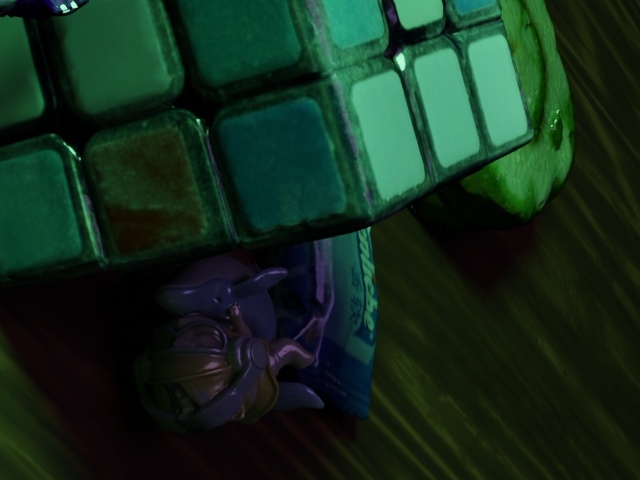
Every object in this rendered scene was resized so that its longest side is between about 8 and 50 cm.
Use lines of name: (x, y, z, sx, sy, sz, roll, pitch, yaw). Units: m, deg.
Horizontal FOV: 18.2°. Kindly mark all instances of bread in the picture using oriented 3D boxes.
bread: (0.163, -0.199, 2.250, 0.382, 0.129, 0.366, 47, 41, -40)

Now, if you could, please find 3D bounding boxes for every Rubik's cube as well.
Rubik's cube: (-0.076, -0.172, 1.593, 0.362, 0.359, 0.363, -19, 94, -63)

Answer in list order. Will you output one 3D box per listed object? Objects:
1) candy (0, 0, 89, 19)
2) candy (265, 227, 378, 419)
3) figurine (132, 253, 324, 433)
candy: (-0.307, -0.182, 1.383, 0.275, 0.070, 0.145, -25, 94, -21)
candy: (0.000, 0.000, 1.942, 0.187, 0.077, 0.331, 31, 52, -60)
figurine: (-0.082, 0.098, 1.705, 0.208, 0.128, 0.183, 54, 38, -41)
